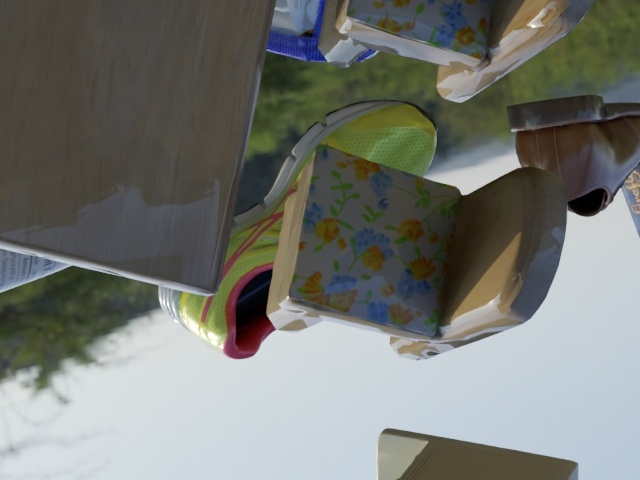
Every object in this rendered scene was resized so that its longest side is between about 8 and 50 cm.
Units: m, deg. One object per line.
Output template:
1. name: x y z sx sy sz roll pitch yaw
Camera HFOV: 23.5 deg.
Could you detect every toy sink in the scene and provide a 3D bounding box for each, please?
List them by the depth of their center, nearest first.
1. toy sink: 0.149 0.313 1.665 0.234 0.152 0.131 8 -157 24

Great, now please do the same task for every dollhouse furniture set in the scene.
1. dollhouse furniture set: -0.080 -0.020 0.559 0.362 0.394 0.256 14 165 -15

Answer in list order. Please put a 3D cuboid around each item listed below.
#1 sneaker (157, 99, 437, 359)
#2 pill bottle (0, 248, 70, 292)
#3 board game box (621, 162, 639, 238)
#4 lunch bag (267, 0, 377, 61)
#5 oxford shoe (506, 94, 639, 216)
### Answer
1. sneaker: 0.000 0.000 0.960 0.208 0.081 0.094 -43 -142 1
2. pill bottle: -0.206 -0.035 0.963 0.229 0.131 0.131 -22 -171 -29
3. board game box: 0.419 0.015 1.610 0.165 0.243 0.042 -1 153 -27
4. lunch bag: -0.033 -0.322 1.109 0.239 0.327 0.385 1 -160 -18
5. oxford shoe: 0.175 -0.054 1.010 0.076 0.076 0.212 -7 -179 29
